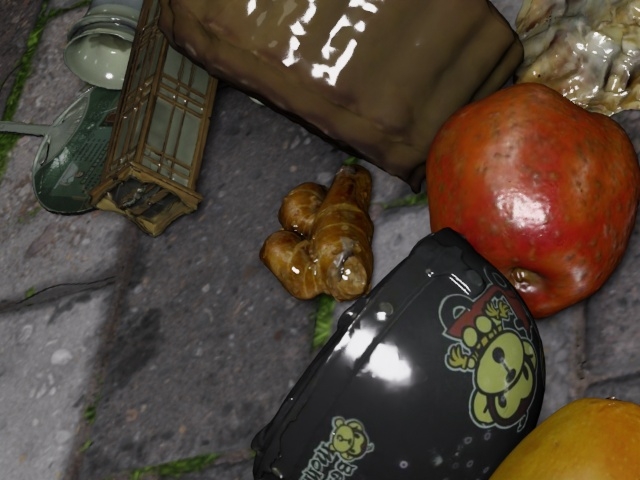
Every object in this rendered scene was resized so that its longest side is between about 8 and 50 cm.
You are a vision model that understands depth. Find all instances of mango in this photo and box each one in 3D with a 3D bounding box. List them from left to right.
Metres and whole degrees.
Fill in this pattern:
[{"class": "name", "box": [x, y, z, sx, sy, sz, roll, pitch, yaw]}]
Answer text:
[{"class": "mango", "box": [0.158, 0.223, 1.155, 0.138, 0.113, 0.253, 35, 84, 24]}]

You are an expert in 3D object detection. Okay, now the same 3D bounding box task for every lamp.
[{"class": "lamp", "box": [-0.155, -0.169, 1.752, 0.089, 0.090, 0.325, -31, 42, 45]}]

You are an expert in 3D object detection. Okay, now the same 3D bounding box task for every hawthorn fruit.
[{"class": "hawthorn fruit", "box": [0.168, -0.029, 1.359, 0.189, 0.189, 0.189, -21, 42, 20]}]

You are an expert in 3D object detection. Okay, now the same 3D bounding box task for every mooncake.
[{"class": "mooncake", "box": [0.011, -0.187, 1.499, 0.187, 0.324, 0.324, -58, 40, 2]}]

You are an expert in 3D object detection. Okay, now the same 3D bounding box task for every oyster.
[{"class": "oyster", "box": [0.300, -0.212, 1.485, 0.354, 0.107, 0.201, -1, 55, 37]}]

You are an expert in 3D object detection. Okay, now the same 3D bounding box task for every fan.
[{"class": "fan", "box": [-0.251, -0.139, 1.907, 0.223, 0.012, 0.294, -41, 40, -4]}]

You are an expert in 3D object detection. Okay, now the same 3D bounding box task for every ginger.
[{"class": "ginger", "box": [0.000, 0.000, 1.534, 0.103, 0.073, 0.162, -8, 40, 13]}]

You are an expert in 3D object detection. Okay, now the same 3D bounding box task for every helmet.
[{"class": "helmet", "box": [0.071, 0.133, 1.254, 0.160, 0.279, 0.230, 34, 39, 13]}]

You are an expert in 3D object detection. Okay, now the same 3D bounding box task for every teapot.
[{"class": "teapot", "box": [-0.219, -0.300, 1.925, 0.183, 0.183, 0.251, -13, 55, 28]}]

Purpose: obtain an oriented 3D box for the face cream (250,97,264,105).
[{"class": "face cream", "box": [-0.015, -0.297, 1.824, 0.173, 0.081, 0.349, -28, 40, 20]}]
